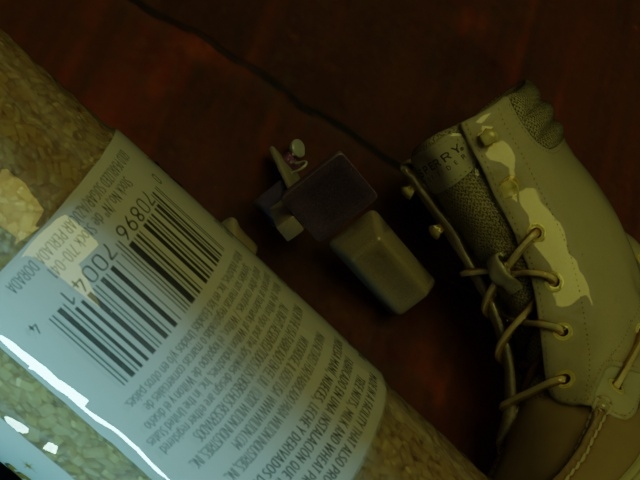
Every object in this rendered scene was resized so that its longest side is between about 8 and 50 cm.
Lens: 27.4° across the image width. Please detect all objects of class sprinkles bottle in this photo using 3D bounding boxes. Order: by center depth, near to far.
[{"bbox_3d":[-0.048,0.061,0.484,0.355,0.121,0.121,44,54,-15],"label":"sprinkles bottle"}]

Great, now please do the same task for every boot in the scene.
[{"bbox_3d":[0.107,0.035,0.706,0.203,0.095,0.262,55,42,-8],"label":"boot"}]

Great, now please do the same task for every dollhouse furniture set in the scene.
[{"bbox_3d":[0.000,0.000,0.747,0.114,0.091,0.081,48,8,-28],"label":"dollhouse furniture set"}]

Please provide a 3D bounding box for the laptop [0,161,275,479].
[{"bbox_3d":[-0.137,0.075,0.582,0.234,0.136,0.264,-4,28,-32],"label":"laptop"}]
